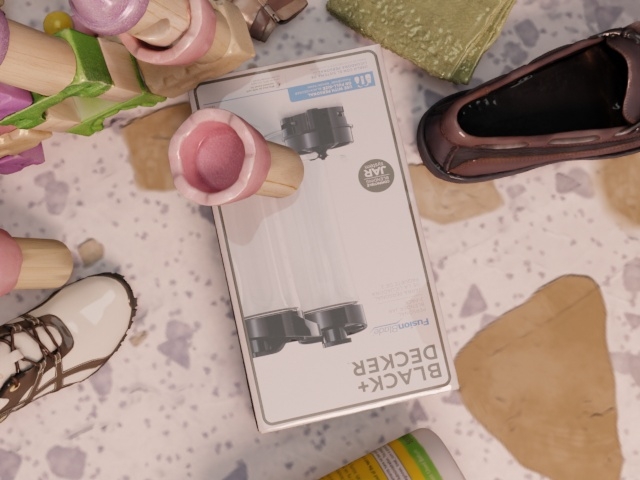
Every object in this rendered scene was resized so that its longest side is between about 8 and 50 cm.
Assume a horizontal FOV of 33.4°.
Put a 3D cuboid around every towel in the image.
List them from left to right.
[{"bbox_3d":[0.088,-0.207,0.931,0.148,0.027,0.110,31,84,15],"label":"towel"}]

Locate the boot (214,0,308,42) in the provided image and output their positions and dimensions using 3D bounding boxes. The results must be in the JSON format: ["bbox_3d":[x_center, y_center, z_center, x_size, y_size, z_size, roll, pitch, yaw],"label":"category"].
[{"bbox_3d":[-0.045,-0.235,0.936,0.087,0.042,0.118,43,84,-5],"label":"boot"}]

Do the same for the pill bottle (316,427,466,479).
[{"bbox_3d":[0.007,0.259,0.831,0.245,0.136,0.136,-26,86,-6],"label":"pill bottle"}]

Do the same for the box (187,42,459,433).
[{"bbox_3d":[0.000,0.000,0.885,0.169,0.087,0.290,-11,85,-5],"label":"box"}]

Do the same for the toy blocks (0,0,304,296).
[{"bbox_3d":[-0.213,-0.133,0.751,0.288,0.260,0.309,-21,81,19],"label":"toy blocks"}]

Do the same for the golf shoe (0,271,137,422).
[{"bbox_3d":[-0.233,0.095,0.856,0.198,0.094,0.077,-37,86,-9],"label":"golf shoe"}]

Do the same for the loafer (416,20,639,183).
[{"bbox_3d":[0.233,-0.122,0.910,0.302,0.095,0.109,-19,84,-6],"label":"loafer"}]
